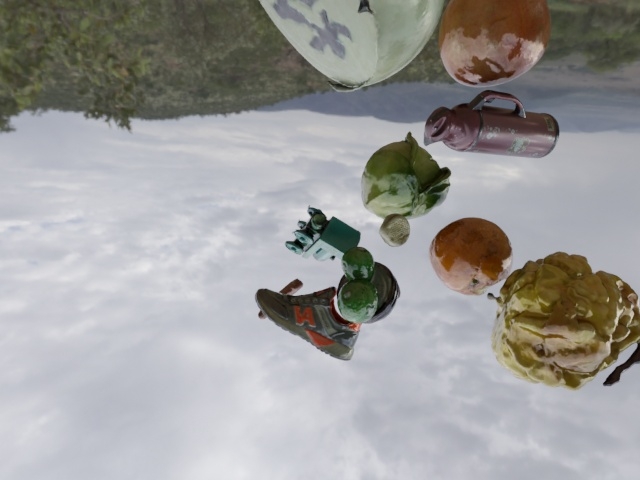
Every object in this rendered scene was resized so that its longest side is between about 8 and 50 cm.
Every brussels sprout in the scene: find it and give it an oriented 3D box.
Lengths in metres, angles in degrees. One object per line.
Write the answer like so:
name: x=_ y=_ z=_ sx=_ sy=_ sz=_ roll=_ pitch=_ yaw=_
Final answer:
brussels sprout: x=0.273 y=-0.195 z=1.466 sx=0.294 sy=0.259 sz=0.227 roll=-24 pitch=-162 yaw=37

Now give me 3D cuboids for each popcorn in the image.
popcorn: x=0.612 y=0.210 z=1.118 sx=0.382 sy=0.349 sz=0.349 roll=19 pitch=-159 yaw=13

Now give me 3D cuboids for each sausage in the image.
sausage: x=-0.130 y=0.189 z=1.459 sx=0.043 sy=0.186 sz=0.043 roll=47 pitch=-169 yaw=-12

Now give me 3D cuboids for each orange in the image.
orange: x=0.451 y=0.047 z=1.353 sx=0.240 sy=0.240 sz=0.240 roll=4 pitch=-162 yaw=-1

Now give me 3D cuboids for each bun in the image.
bun: x=0.181 y=-0.026 z=1.120 sx=0.086 sy=0.086 sz=0.055 roll=-4 pitch=-175 yaw=-26

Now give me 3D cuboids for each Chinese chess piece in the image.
Chinese chess piece: x=0.013 y=-0.390 z=0.647 sx=0.146 sy=0.349 sz=0.349 roll=-42 pitch=-150 yaw=-7

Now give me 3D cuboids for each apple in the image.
apple: x=0.406 y=-0.494 z=1.062 sx=0.254 sy=0.253 sz=0.253 roll=4 pitch=-162 yaw=-1

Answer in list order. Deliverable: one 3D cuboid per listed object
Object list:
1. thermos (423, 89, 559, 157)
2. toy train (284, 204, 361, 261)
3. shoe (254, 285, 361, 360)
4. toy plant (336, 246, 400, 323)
thermos: x=0.392 y=-0.258 z=1.029 sx=0.330 sy=0.109 sz=0.136 roll=-1 pitch=167 yaw=-22
toy train: x=0.000 y=0.000 z=1.489 sx=0.194 sy=0.120 sz=0.298 roll=31 pitch=162 yaw=-6
shoe: x=-0.023 y=0.195 z=1.301 sx=0.336 sy=0.171 sz=0.132 roll=30 pitch=-178 yaw=7
toy plant: x=0.118 y=0.138 z=1.229 sx=0.175 sy=0.218 sz=0.235 roll=-14 pitch=148 yaw=22
